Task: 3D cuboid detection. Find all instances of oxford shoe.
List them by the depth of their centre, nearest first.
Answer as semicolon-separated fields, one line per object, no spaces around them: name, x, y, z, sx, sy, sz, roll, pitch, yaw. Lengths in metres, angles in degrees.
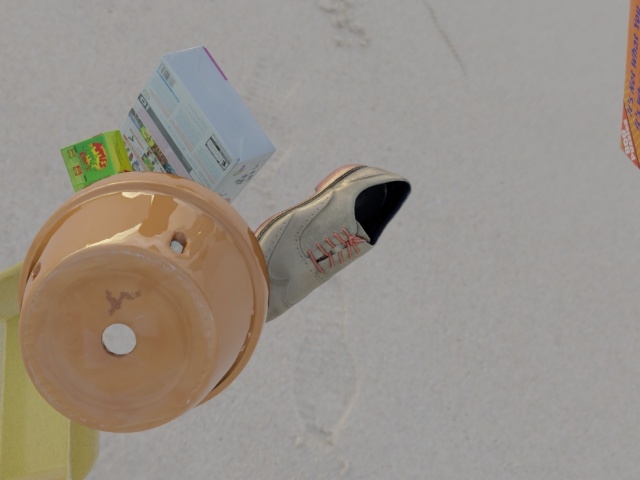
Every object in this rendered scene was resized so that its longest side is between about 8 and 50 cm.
oxford shoe;0.000;0.000;1.413;0.348;0.130;0.123;-48;120;-25

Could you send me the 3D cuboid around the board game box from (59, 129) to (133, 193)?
board game box;-0.330;-0.071;1.465;0.043;0.092;0.181;-27;101;-63

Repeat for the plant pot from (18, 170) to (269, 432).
plant pot;-0.205;0.081;1.036;0.290;0.291;0.203;21;11;-5

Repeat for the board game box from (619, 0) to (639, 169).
board game box;0.576;-0.201;1.014;0.356;0.357;0.356;-14;38;-5

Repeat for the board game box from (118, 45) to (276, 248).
board game box;-0.235;-0.154;1.640;0.097;0.303;0.224;-27;79;-42

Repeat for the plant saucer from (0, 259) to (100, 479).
plant saucer;-0.402;0.199;1.310;0.081;0.333;0.333;14;64;-43
